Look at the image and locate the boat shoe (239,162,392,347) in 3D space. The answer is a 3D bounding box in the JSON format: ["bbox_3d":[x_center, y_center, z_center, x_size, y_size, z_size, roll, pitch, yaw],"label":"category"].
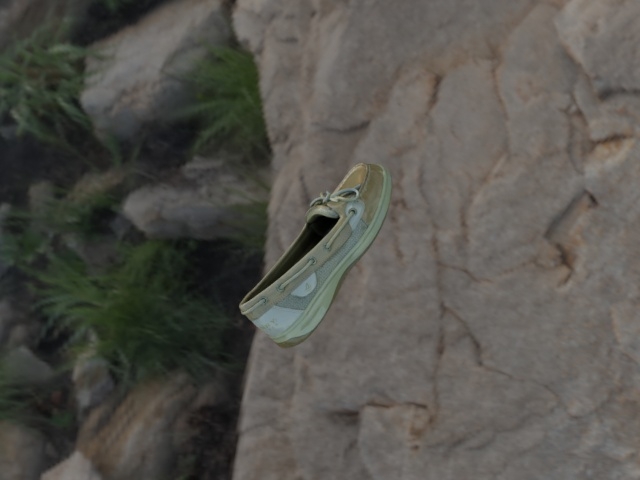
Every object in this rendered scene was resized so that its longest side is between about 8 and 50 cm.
[{"bbox_3d":[-0.001,0.001,0.898,0.056,0.048,0.153,-7,47,59],"label":"boat shoe"}]
